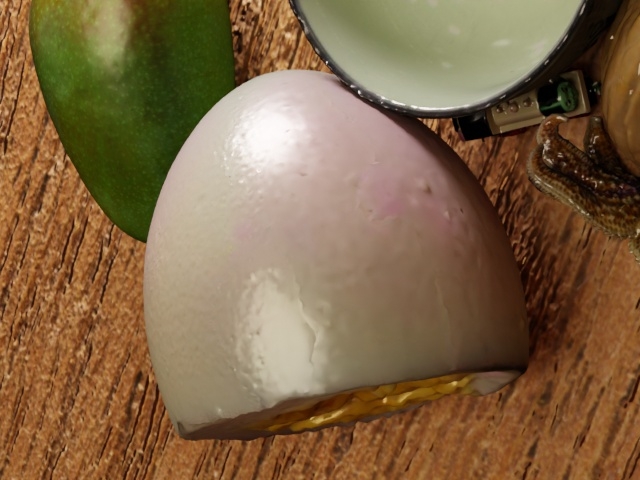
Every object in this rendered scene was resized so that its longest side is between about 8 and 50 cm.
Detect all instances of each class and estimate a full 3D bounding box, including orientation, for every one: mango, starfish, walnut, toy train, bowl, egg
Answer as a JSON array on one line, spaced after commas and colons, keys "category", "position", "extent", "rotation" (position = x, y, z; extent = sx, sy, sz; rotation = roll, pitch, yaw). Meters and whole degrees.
[{"category": "mango", "position": [-0.201, -0.176, 1.751], "extent": [0.225, 0.201, 0.381], "rotation": [1, 109, 15]}, {"category": "starfish", "position": [0.286, -0.021, 1.427], "extent": [0.238, 0.216, 0.071], "rotation": [22, 125, -6]}, {"category": "walnut", "position": [0.327, -0.141, 1.350], "extent": [0.213, 0.213, 0.213], "rotation": [6, 100, 37]}, {"category": "toy train", "position": [0.196, -0.128, 1.521], "extent": [0.138, 0.087, 0.050], "rotation": [-12, 92, 38]}, {"category": "bowl", "position": [0.150, -0.289, 1.468], "extent": [0.354, 0.185, 0.353], "rotation": [5, 98, 37]}, {"category": "egg", "position": [0.000, 0.000, 1.530], "extent": [0.355, 0.355, 0.339], "rotation": [-20, 76, 37]}]
